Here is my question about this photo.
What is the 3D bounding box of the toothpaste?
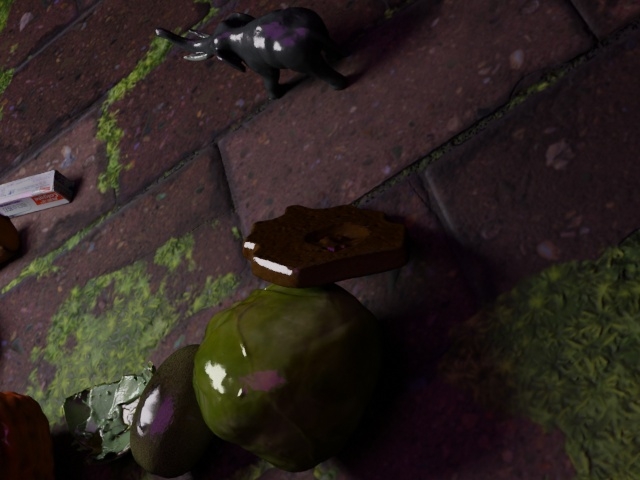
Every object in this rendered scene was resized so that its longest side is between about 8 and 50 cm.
[{"bbox_3d":[-0.486,-0.072,1.517,0.196,0.047,0.040,-11,56,32],"label":"toothpaste"}]

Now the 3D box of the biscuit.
[{"bbox_3d":[0.000,0.002,1.055,0.182,0.034,0.215,-11,21,-16],"label":"biscuit"}]

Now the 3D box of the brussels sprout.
[{"bbox_3d":[-0.034,0.132,0.985,0.223,0.161,0.223,-18,51,24],"label":"brussels sprout"}]

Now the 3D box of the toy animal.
[{"bbox_3d":[-0.081,-0.256,1.263,0.270,0.137,0.082,5,71,30],"label":"toy animal"}]

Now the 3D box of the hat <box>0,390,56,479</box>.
[{"bbox_3d":[-0.442,0.382,1.108,0.285,0.285,0.400,-25,71,24],"label":"hat"}]

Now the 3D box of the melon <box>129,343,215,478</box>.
[{"bbox_3d":[-0.164,0.197,1.090,0.099,0.099,0.162,6,66,39],"label":"melon"}]

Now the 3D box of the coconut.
[{"bbox_3d":[-0.259,0.223,1.173,0.158,0.055,0.133,-10,61,34],"label":"coconut"}]

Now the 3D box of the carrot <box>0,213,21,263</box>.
[{"bbox_3d":[-0.572,0.038,1.514,0.205,0.072,0.072,-35,49,25],"label":"carrot"}]
